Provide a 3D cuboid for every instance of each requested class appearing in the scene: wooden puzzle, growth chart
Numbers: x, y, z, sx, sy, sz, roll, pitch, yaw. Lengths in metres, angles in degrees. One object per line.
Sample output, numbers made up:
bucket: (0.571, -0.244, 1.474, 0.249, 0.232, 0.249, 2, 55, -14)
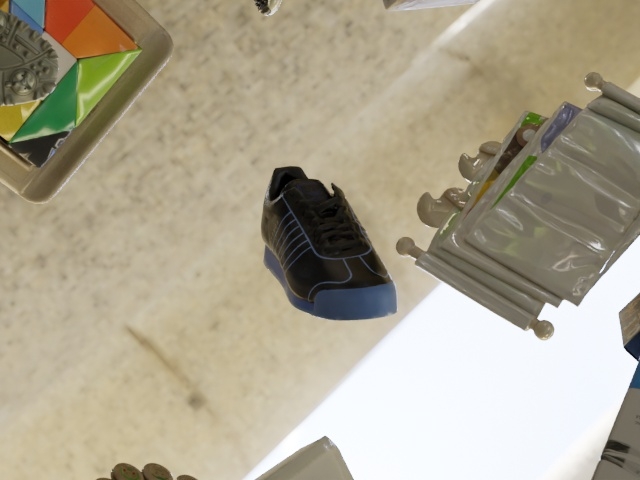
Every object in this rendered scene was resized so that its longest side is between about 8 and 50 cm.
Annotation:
wooden puzzle: (-0.272, -0.170, 1.404, 0.044, 0.221, 0.238, 37, -4, 45)
growth chart: (0.188, -0.034, 1.171, 0.172, 0.237, 0.021, 41, -11, 30)

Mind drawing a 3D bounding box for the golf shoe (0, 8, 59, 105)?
golf shoe: (-0.269, -0.136, 1.040, 0.176, 0.069, 0.086, 12, 2, -10)

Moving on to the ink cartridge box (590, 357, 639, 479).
ink cartridge box: (0.258, 0.179, 0.978, 0.148, 0.203, 0.086, 13, -31, 28)

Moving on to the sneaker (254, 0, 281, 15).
sneaker: (-0.025, -0.335, 1.771, 0.075, 0.161, 0.057, 21, -17, -21)

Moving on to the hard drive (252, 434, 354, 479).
hard drive: (0.003, 0.264, 1.099, 0.203, 0.040, 0.307, 63, 12, 4)

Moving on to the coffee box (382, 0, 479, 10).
coffee box: (0.174, -0.354, 1.649, 0.246, 0.141, 0.098, -33, -108, 55)

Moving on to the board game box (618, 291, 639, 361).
board game box: (0.424, 0.166, 1.606, 0.243, 0.042, 0.165, 44, 14, 0)

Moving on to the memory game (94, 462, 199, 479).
memory game: (-0.158, 0.299, 1.561, 0.186, 0.186, 0.012, 41, -63, 19)

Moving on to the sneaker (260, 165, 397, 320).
sneaker: (0.000, 0.000, 1.290, 0.232, 0.081, 0.090, -146, -129, -63)
